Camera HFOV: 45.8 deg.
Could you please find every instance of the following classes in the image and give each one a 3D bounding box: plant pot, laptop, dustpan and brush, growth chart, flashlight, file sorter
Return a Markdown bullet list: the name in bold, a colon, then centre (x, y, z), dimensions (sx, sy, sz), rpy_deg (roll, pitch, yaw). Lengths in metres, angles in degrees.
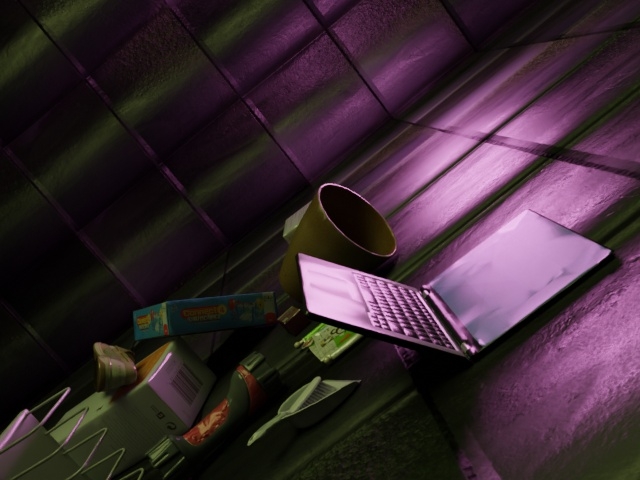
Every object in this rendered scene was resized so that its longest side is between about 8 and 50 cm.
- **plant pot**: centre (0.017, 0.032, 1.847), dimensions (0.254, 0.237, 0.237), rpy_deg (-48, 6, 28)
- **laptop**: centre (0.190, 0.027, 1.280), dimensions (0.382, 0.407, 0.236), rpy_deg (-110, 37, -78)
- **dustpan and brush**: centre (-0.042, 0.302, 1.342), dimensions (0.211, 0.060, 0.147), rpy_deg (-45, 13, -27)
- **growth chart**: centre (0.041, 0.192, 1.603), dimensions (0.172, 0.021, 0.237), rpy_deg (-40, 13, -12)
- **flashlight**: centre (-0.214, 0.357, 1.532), dimensions (0.304, 0.103, 0.103), rpy_deg (-38, 45, -18)
- **file sorter**: centre (-0.553, 0.491, 1.658), dimensions (0.173, 0.278, 0.193), rpy_deg (-33, 13, 17)

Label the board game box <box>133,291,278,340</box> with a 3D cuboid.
- **board game box**: centre (-0.318, 0.208, 2.062), dimensions (0.308, 0.086, 0.302), rpy_deg (-3, -8, -31)

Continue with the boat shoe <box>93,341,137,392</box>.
- **boat shoe**: centre (-0.507, 0.311, 1.863), dimensions (0.098, 0.109, 0.302), rpy_deg (0, -1, -19)

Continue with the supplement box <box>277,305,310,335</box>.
- **supplement box**: centre (-0.066, 0.196, 1.849), dimensions (0.055, 0.043, 0.083), rpy_deg (-41, 11, -11)

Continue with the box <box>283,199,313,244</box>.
- **box**: centre (0.000, 0.000, 2.041), dimensions (0.119, 0.181, 0.182), rpy_deg (-36, 12, 9)

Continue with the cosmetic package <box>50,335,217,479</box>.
- **cosmetic package**: centre (-0.500, 0.455, 1.913), dimensions (0.453, 0.161, 0.230), rpy_deg (-35, 12, 21)
